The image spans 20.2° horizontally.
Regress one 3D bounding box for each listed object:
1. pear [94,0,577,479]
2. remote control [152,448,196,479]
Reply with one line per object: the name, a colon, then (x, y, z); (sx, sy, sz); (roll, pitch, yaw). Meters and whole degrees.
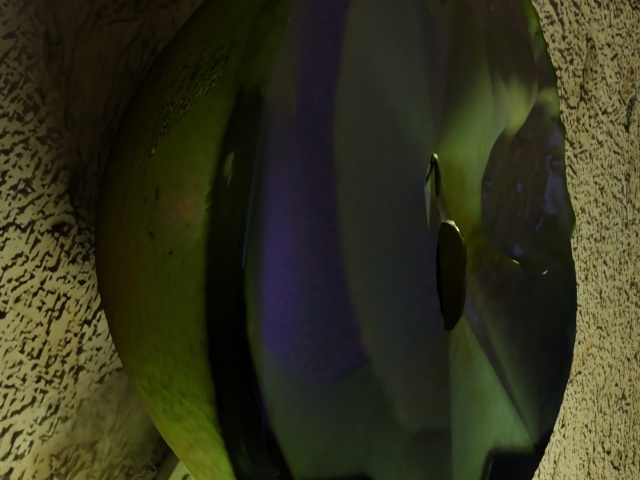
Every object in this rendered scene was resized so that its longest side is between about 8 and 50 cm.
pear: (-0.003, -0.004, 1.007); (0.399, 0.165, 0.399); (-5, 95, -59)
remote control: (-0.068, 0.140, 1.068); (0.073, 0.044, 0.229); (57, 36, -25)
